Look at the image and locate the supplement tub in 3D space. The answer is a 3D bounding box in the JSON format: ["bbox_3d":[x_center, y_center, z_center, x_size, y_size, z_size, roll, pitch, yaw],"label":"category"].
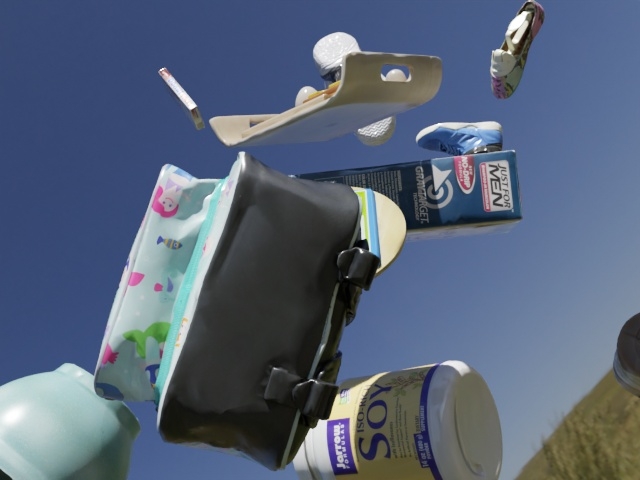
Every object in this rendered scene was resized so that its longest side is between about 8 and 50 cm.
[{"bbox_3d":[0.137,0.360,1.337,0.332,0.240,0.241,-17,-10,32],"label":"supplement tub"}]

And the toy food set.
[{"bbox_3d":[0.005,-0.222,1.130,0.306,0.092,0.220,-16,-3,44],"label":"toy food set"}]

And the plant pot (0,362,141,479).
[{"bbox_3d":[-0.418,0.325,1.174,0.196,0.293,0.293,-49,-20,-33],"label":"plant pot"}]

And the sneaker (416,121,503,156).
[{"bbox_3d":[0.247,-0.161,1.296,0.152,0.084,0.058,-2,-25,9],"label":"sneaker"}]

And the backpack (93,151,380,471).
[{"bbox_3d":[-0.064,0.059,0.602,0.253,0.191,0.225,81,-155,-81],"label":"backpack"}]

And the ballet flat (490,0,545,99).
[{"bbox_3d":[0.422,-0.424,1.602,0.079,0.077,0.221,19,-84,-49],"label":"ballet flat"}]

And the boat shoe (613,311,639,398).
[{"bbox_3d":[0.498,0.165,0.789,0.121,0.341,0.110,-61,-27,-24],"label":"boat shoe"}]

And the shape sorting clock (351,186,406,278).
[{"bbox_3d":[0.000,0.000,0.873,0.206,0.206,0.040,-32,-47,-26],"label":"shape sorting clock"}]

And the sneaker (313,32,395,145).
[{"bbox_3d":[0.101,-0.327,1.775,0.138,0.365,0.210,-25,-36,2],"label":"sneaker"}]

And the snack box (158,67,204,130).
[{"bbox_3d":[-0.319,-0.325,1.672,0.022,0.178,0.064,-31,-37,-12],"label":"snack box"}]

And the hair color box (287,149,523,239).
[{"bbox_3d":[0.119,-0.052,1.118,0.348,0.105,0.174,-6,-6,8],"label":"hair color box"}]
